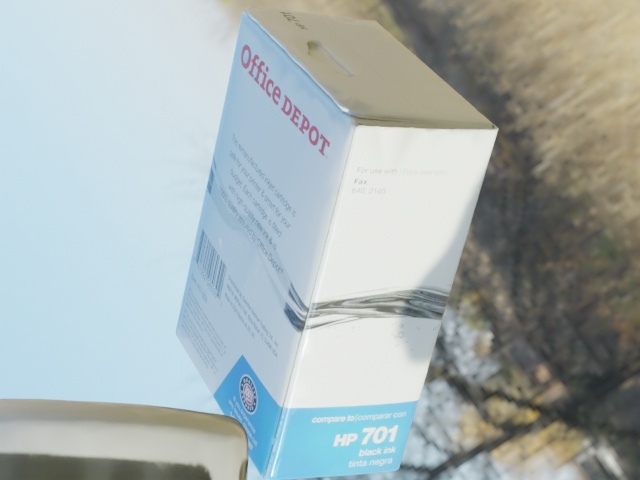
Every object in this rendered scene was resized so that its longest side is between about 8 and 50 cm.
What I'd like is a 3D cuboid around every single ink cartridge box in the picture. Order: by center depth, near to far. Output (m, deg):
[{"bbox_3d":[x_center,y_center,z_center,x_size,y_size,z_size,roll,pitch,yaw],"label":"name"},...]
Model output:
[{"bbox_3d":[0.000,0.000,0.796,0.082,0.191,0.140,2,-152,-27],"label":"ink cartridge box"}]

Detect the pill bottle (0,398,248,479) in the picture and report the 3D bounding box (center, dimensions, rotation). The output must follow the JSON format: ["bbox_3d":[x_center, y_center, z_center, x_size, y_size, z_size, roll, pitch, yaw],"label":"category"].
[{"bbox_3d":[-0.084,0.156,0.495,0.119,0.119,0.209,41,-130,-74],"label":"pill bottle"}]
